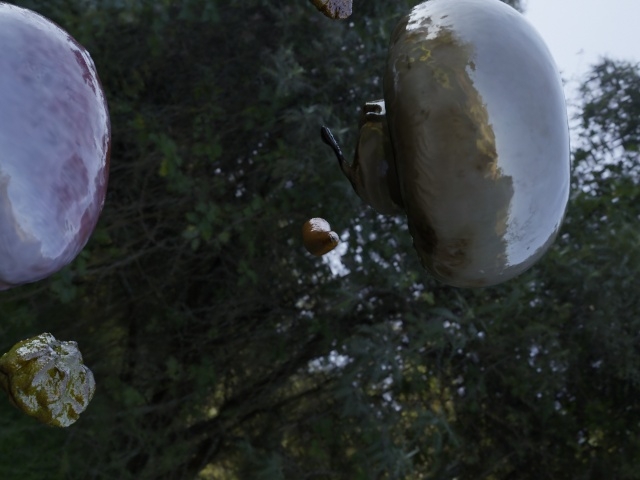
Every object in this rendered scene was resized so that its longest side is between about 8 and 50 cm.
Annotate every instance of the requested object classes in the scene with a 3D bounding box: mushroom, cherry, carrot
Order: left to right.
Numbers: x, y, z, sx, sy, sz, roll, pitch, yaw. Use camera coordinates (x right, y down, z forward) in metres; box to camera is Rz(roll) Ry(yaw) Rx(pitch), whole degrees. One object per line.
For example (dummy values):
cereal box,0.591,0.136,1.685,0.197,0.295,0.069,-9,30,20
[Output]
cherry,-0.397,-0.104,0.899,0.291,0.326,0.335,130,-39,-56
carrot,0.000,0.000,1.582,0.062,0.066,0.271,61,1,-11
mushroom,0.155,-0.119,1.021,0.362,0.294,0.362,-7,90,-74

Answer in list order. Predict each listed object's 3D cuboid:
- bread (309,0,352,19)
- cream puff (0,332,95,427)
bread,-0.004,-0.477,1.393,0.076,0.105,0.233,50,-4,39
cream puff,-0.652,0.329,1.951,0.244,0.196,0.244,39,-35,34
